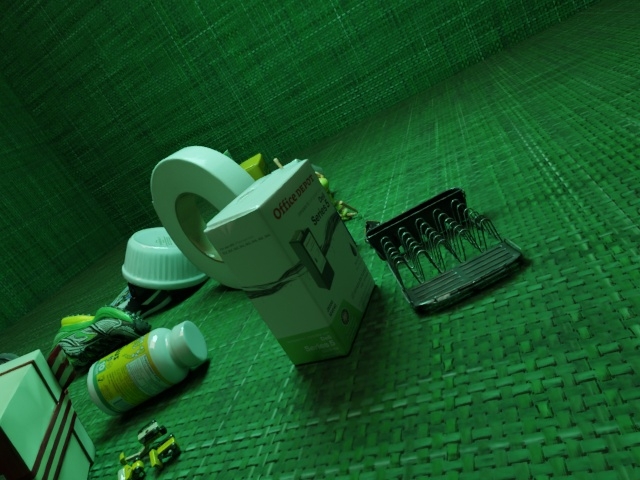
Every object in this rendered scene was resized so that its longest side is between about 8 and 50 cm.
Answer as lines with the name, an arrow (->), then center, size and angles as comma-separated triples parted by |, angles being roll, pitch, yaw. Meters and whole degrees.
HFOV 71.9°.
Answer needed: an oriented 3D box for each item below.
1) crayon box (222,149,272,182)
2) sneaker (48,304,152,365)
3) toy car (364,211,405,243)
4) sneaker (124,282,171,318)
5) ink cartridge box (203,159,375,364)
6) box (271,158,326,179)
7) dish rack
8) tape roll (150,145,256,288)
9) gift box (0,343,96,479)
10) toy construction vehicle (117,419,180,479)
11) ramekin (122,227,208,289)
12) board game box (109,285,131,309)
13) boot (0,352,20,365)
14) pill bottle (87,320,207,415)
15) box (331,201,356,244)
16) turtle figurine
crayon box -> -0.145, -0.107, 1.186 | 0.083, 0.323, 0.203 | -28, 19, 5
sneaker -> -0.617, 0.283, 1.241 | 0.343, 0.134, 0.146 | -17, 47, 25
toy car -> 0.155, -0.022, 1.001 | 0.122, 0.060, 0.040 | -13, -26, -1
sneaker -> -0.596, 0.194, 1.396 | 0.217, 0.121, 0.079 | -31, 17, -4
ink cartridge box -> -0.034, 0.032, 0.733 | 0.115, 0.273, 0.198 | -19, 22, 30
box -> -0.091, -0.169, 1.477 | 0.181, 0.119, 0.182 | -23, -11, 26
dish rack -> 0.201, 0.008, 0.761 | 0.208, 0.074, 0.271 | -29, 19, 6
tape roll -> -0.268, -0.047, 1.115 | 0.392, 0.392, 0.072 | -11, 27, 45
gift box -> -0.506, 0.319, 0.665 | 0.255, 0.276, 0.258 | -18, 15, -17
toy construction vehicle -> -0.267, 0.333, 0.689 | 0.098, 0.035, 0.086 | -38, 31, -14
ramekin -> -0.488, 0.047, 1.412 | 0.273, 0.127, 0.273 | 7, 17, -2
board game box -> -0.647, 0.187, 1.598 | 0.193, 0.053, 0.305 | -25, 19, 11
boot -> -1.009, 0.517, 1.122 | 0.367, 0.146, 0.445 | -32, 13, 23
pill bottle -> -0.336, 0.247, 0.874 | 0.208, 0.117, 0.117 | -29, 18, 3
box -> 0.000, 0.000, 1.000 | 0.072, 0.126, 0.137 | -17, 23, 38
turtle figurine -> -0.027, -0.135, 1.261 | 0.087, 0.269, 0.217 | -63, 8, -25
